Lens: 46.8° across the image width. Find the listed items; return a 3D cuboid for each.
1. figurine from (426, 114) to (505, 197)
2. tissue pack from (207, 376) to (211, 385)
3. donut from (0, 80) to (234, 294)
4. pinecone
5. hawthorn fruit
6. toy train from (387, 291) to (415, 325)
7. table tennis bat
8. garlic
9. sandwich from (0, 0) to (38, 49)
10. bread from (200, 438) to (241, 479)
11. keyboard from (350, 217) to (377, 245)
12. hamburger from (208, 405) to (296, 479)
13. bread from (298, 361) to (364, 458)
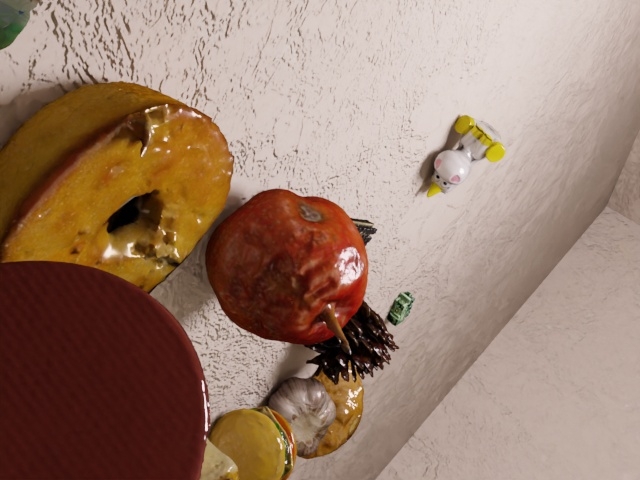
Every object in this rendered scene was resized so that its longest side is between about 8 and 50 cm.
[{"bbox_3d":[0.264,-0.147,1.394,0.178,0.109,0.129,-52,178,3],"label":"figurine"},{"bbox_3d":[-0.302,0.224,0.724,0.370,0.198,0.209,-34,144,-37],"label":"tissue pack"},{"bbox_3d":[-0.195,-0.030,0.683,0.253,0.118,0.253,-43,154,-27],"label":"donut"},{"bbox_3d":[0.048,0.193,1.379,0.165,0.163,0.163,-39,155,-2],"label":"pinecone"},{"bbox_3d":[-0.021,0.052,0.930,0.208,0.243,0.207,-23,138,-23],"label":"hawthorn fruit"},{"bbox_3d":[0.187,0.155,1.708,0.053,0.033,0.083,-28,145,-38],"label":"toy train"},{"bbox_3d":[-0.264,0.177,0.507,0.415,0.268,0.051,-37,174,-27],"label":"table tennis bat"},{"bbox_3d":[-0.044,0.340,1.442,0.147,0.102,0.159,-6,109,-22],"label":"garlic"},{"bbox_3d":[-0.141,-0.247,0.447,0.301,0.162,0.250,-38,155,-26],"label":"sandwich"},{"bbox_3d":[-0.272,0.391,0.986,0.279,0.207,0.279,-35,149,-39],"label":"bread"},{"bbox_3d":[0.000,0.000,1.180,0.106,0.027,0.317,-60,154,14],"label":"keyboard"},{"bbox_3d":[-0.119,0.369,1.297,0.162,0.162,0.115,-58,159,10],"label":"hamburger"},{"bbox_3d":[0.014,0.369,1.568,0.229,0.139,0.143,-48,163,-9],"label":"bread"}]
